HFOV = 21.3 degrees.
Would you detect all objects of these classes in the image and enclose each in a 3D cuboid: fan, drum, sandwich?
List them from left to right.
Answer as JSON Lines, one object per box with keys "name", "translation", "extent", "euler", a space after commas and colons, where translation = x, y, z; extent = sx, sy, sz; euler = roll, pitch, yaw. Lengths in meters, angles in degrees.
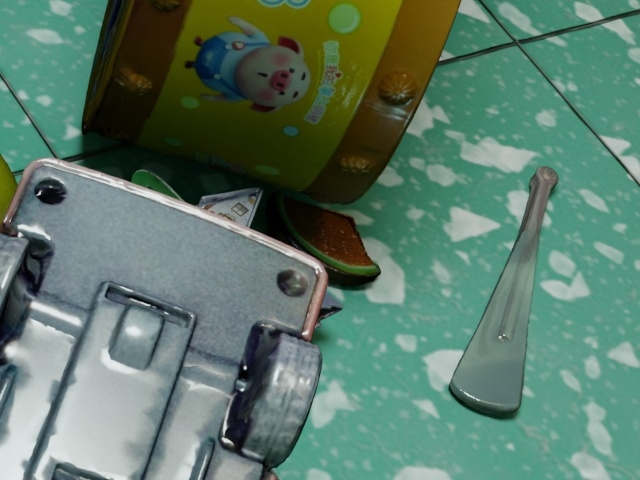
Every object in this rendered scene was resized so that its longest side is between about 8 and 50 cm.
{"name": "drum", "translation": [-0.023, -0.248, 1.272], "extent": [0.214, 0.431, 0.431], "euler": [16, 46, -11]}
{"name": "sandwich", "translation": [0.002, 0.003, 1.337], "extent": [0.101, 0.026, 0.069], "euler": [19, 41, -12]}
{"name": "fan", "translation": [0.155, 0.032, 1.383], "extent": [0.057, 0.023, 0.282], "euler": [17, 45, 2]}

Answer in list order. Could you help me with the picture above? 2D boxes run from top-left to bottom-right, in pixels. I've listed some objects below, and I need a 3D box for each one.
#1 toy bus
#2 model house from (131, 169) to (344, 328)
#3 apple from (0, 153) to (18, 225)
{"name": "toy bus", "translation": [-0.151, 0.185, 0.907], "extent": [0.203, 0.233, 0.427], "euler": [21, 56, -6]}
{"name": "model house", "translation": [-0.060, 0.016, 1.236], "extent": [0.167, 0.117, 0.088], "euler": [36, 42, 14]}
{"name": "apple", "translation": [-0.288, -0.011, 1.115], "extent": [0.196, 0.157, 0.196], "euler": [21, 49, -27]}
